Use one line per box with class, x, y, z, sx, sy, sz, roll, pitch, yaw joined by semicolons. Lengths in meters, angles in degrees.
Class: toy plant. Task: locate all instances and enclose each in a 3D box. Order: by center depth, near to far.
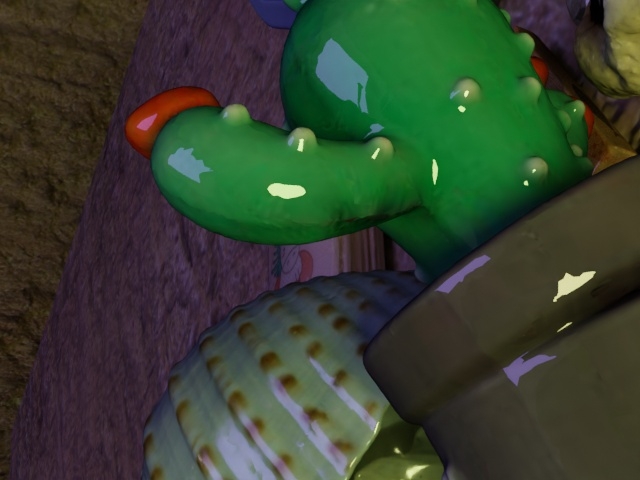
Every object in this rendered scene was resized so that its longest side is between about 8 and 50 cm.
toy plant;0.083;0.002;0.436;0.400;0.279;0.185;63;163;19

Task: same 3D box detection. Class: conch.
conch;-0.008;0.139;0.633;0.215;0.303;0.319;25;86;22

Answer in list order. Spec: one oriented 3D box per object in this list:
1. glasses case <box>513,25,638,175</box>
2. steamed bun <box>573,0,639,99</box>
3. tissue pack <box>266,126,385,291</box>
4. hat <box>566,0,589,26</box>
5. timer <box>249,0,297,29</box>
glasses case;0.164;-0.080;0.644;0.064;0.041;0.170;-61;29;30
steamed bun;0.199;-0.134;0.471;0.155;0.172;0.141;100;177;-45
tissue pack;0.000;0.000;0.938;0.170;0.071;0.325;132;143;-52
hat;0.194;-0.183;0.612;0.166;0.081;0.122;-88;-18;-59
timer;0.004;-0.384;0.849;0.395;0.173;0.395;60;166;25
